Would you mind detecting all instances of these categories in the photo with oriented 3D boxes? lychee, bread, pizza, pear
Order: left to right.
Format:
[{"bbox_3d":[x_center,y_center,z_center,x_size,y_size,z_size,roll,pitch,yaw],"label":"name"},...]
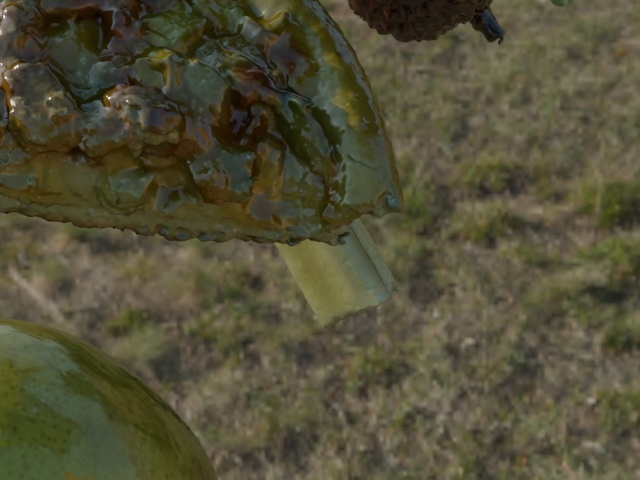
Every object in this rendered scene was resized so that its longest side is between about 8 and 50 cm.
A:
[{"bbox_3d":[-0.216,0.210,0.969,0.304,0.303,0.304,-2,31,1],"label":"pear"},{"bbox_3d":[-0.087,-0.128,0.797,0.258,0.087,0.268,6,54,-15],"label":"pizza"},{"bbox_3d":[0.000,0.000,1.487,0.060,0.178,0.139,-31,2,-29],"label":"bread"},{"bbox_3d":[0.136,-0.364,1.657,0.264,0.300,0.264,-29,6,3],"label":"lychee"}]

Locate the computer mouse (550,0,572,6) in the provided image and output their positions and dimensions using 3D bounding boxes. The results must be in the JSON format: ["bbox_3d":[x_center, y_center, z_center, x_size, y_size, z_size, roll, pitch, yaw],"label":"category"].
[{"bbox_3d":[0.238,-0.260,1.178,0.160,0.097,0.288,14,42,22],"label":"computer mouse"}]
